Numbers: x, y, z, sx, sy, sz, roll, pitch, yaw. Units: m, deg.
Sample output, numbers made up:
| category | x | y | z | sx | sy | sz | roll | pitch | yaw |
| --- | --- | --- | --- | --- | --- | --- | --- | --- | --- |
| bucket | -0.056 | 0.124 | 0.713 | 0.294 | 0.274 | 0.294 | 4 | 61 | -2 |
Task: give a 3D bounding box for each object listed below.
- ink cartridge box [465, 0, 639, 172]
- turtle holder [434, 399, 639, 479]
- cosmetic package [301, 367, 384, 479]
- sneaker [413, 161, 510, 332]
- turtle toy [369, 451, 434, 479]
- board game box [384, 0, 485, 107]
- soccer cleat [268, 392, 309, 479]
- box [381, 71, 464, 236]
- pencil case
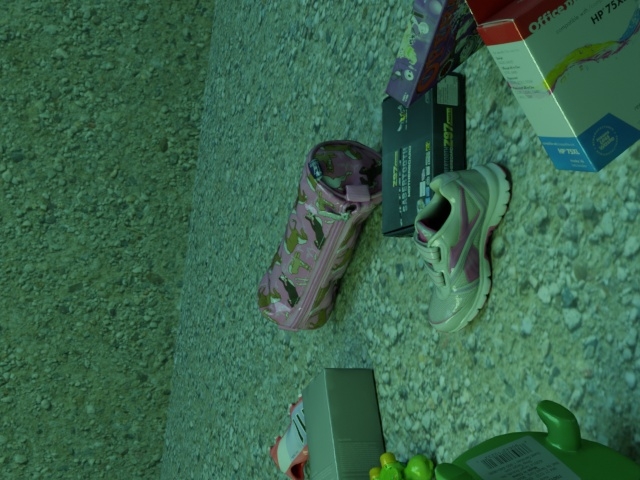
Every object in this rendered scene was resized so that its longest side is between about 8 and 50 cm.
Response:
| category | x | y | z | sx | sy | sz | roll | pitch | yaw |
| --- | --- | --- | --- | --- | --- | --- | --- | --- | --- |
| ink cartridge box | 0.259 | -0.201 | 1.004 | 0.231 | 0.134 | 0.078 | 56 | 168 | -17 |
| turtle holder | 0.267 | 0.337 | 0.981 | 0.320 | 0.243 | 0.227 | 14 | 121 | 29 |
| cosmetic package | 0.041 | 0.350 | 1.687 | 0.127 | 0.107 | 0.238 | 129 | 143 | -56 |
| sneaker | 0.177 | 0.008 | 1.367 | 0.103 | 0.111 | 0.252 | -139 | 55 | -64 |
| turtle toy | 0.129 | 0.374 | 1.499 | 0.130 | 0.066 | 0.095 | 117 | 147 | -45 |
| board game box | 0.195 | -0.346 | 1.224 | 0.056 | 0.208 | 0.347 | 41 | 145 | 18 |
| soccer cleat | -0.027 | 0.376 | 1.912 | 0.095 | 0.083 | 0.248 | 47 | 132 | 23 |
| box | 0.156 | -0.129 | 1.516 | 0.183 | 0.059 | 0.232 | 162 | 110 | -69 |
| pencil case | 0.000 | 0.000 | 1.774 | 0.160 | 0.167 | 0.386 | 42 | 135 | 19 |
